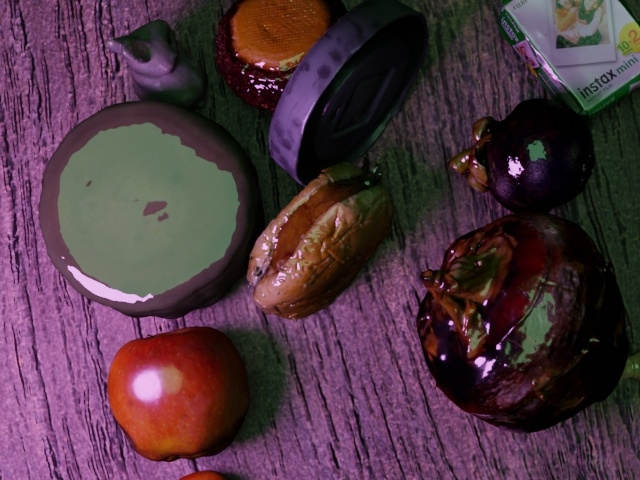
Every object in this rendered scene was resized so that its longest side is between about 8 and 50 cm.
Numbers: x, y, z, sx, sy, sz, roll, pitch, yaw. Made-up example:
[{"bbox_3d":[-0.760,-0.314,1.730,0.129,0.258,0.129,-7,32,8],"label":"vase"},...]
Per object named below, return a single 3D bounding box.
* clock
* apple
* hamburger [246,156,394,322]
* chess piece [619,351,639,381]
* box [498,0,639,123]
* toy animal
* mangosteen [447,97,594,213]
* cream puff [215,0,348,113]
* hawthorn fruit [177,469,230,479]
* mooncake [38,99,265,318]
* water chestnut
[{"bbox_3d":[0.047,-0.231,1.494,0.067,0.325,0.325,39,89,17],"label":"clock"},{"bbox_3d":[-0.223,0.246,1.519,0.230,0.230,0.229,-1,83,6],"label":"apple"},{"bbox_3d":[0.000,0.000,1.528,0.132,0.211,0.309,43,91,14],"label":"hamburger"},{"bbox_3d":[0.484,0.204,1.523,0.122,0.066,0.066,-1,83,0],"label":"chess piece"},{"bbox_3d":[0.426,-0.330,1.572,0.180,0.103,0.250,-37,80,2],"label":"box"},{"bbox_3d":[-0.269,-0.298,1.571,0.127,0.251,0.125,1,80,7],"label":"toy animal"},{"bbox_3d":[0.318,-0.136,1.525,0.231,0.194,0.194,11,84,25],"label":"mangosteen"},{"bbox_3d":[-0.055,-0.314,1.583,0.239,0.165,0.239,-5,65,10],"label":"cream puff"},{"bbox_3d":[-0.192,0.435,1.542,0.128,0.128,0.128,-1,83,6],"label":"hawthorn fruit"},{"bbox_3d":[-0.269,-0.047,1.572,0.357,0.194,0.356,0,83,2],"label":"mooncake"},{"bbox_3d":[0.271,0.104,1.429,0.347,0.335,0.335,23,85,-25],"label":"water chestnut"}]
